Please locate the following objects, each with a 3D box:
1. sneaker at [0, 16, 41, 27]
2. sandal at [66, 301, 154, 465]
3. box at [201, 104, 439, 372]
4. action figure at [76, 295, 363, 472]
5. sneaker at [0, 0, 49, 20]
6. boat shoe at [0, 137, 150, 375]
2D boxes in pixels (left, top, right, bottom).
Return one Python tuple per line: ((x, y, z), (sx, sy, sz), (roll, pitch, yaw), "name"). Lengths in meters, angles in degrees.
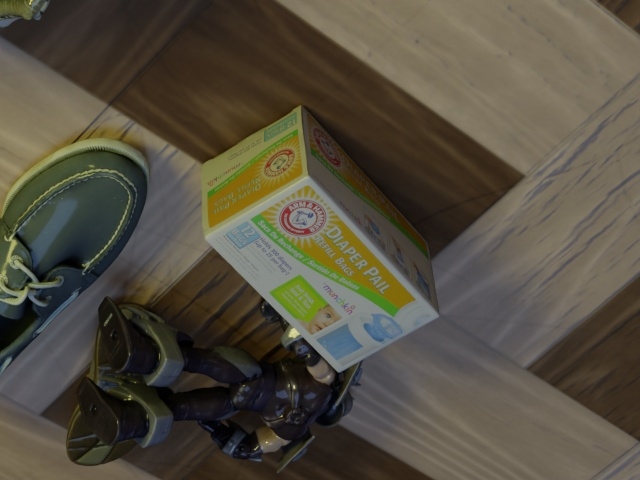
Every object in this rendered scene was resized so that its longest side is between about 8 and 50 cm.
((-0.272, -0.185, 1.524), (0.109, 0.040, 0.044), (-10, 132, 4), "sneaker")
((-0.194, 0.132, 1.793), (0.072, 0.049, 0.180), (7, 114, -17), "sandal")
((0.000, 0.000, 1.658), (0.114, 0.103, 0.203), (-31, 125, 20), "box")
((-0.077, 0.130, 1.757), (0.285, 0.099, 0.185), (10, 116, -37), "action figure")
((-0.370, -0.196, 1.414), (0.410, 0.182, 0.158), (-13, 130, 6), "sneaker")
((-0.256, 0.041, 1.673), (0.116, 0.099, 0.319), (32, 120, -27), "boat shoe")
